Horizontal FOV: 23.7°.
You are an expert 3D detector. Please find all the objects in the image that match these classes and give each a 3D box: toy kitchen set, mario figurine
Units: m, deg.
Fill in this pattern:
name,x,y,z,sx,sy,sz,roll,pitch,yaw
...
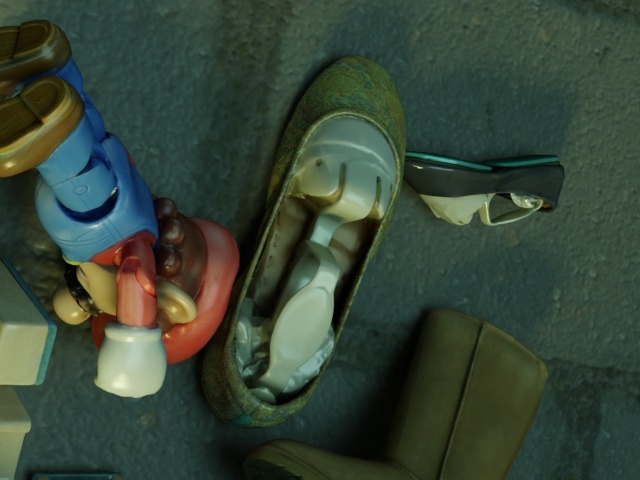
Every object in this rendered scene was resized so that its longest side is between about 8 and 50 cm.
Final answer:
name,x,y,z,sx,sy,sz,roll,pitch,yaw
toy kitchen set,-0.215,0.133,1.211,0.166,0.122,0.207,5,112,-34
mario figurine,-0.187,-0.003,1.163,0.198,0.170,0.320,-67,148,-31

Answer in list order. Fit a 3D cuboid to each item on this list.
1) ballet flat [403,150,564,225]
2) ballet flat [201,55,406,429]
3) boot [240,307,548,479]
name,x,y,z,sx,sy,sz,roll,pitch,yaw
ballet flat,0.150,-0.048,1.439,0.203,0.074,0.074,-1,95,-35
ballet flat,0.000,0.000,1.310,0.123,0.123,0.349,28,80,-32
boot,0.071,0.166,1.366,0.236,0.089,0.269,36,49,-12
